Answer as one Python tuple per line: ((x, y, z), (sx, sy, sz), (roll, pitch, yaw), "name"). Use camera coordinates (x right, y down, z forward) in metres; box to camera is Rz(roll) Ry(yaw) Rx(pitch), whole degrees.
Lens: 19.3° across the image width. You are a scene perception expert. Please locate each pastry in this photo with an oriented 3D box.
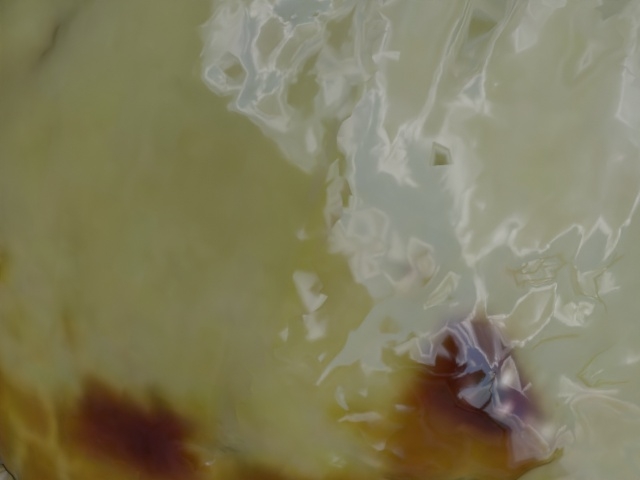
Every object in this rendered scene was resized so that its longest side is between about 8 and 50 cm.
((0.035, -0.008, 0.660), (0.388, 0.388, 0.312), (27, 94, -32), "pastry")
